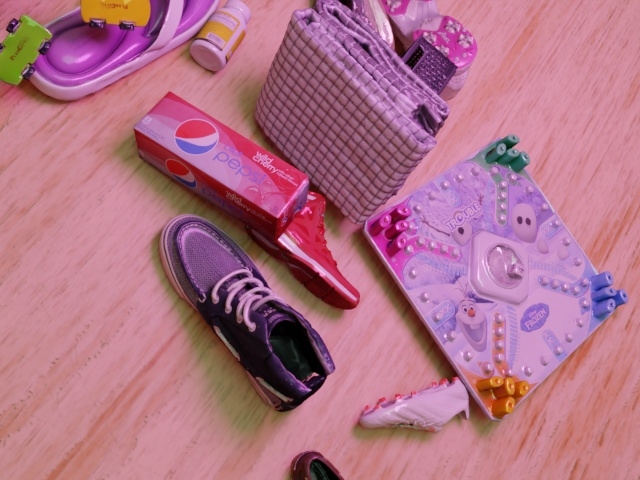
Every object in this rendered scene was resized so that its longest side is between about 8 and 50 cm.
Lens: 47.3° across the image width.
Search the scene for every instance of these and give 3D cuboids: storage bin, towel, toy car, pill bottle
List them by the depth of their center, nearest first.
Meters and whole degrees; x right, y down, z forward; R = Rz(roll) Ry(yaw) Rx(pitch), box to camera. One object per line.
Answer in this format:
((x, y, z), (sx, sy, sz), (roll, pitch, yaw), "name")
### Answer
((-0.394, -0.324, 1.042), (0.239, 0.053, 0.225), (35, 91, -25), "toy car")
((0.047, -0.199, 1.134), (0.283, 0.235, 0.121), (45, 51, 8), "towel")
((-0.162, -0.344, 1.215), (0.065, 0.065, 0.116), (32, 66, -9), "pill bottle")
((0.136, -0.244, 1.232), (0.084, 0.180, 0.122), (40, 65, -6), "storage bin")

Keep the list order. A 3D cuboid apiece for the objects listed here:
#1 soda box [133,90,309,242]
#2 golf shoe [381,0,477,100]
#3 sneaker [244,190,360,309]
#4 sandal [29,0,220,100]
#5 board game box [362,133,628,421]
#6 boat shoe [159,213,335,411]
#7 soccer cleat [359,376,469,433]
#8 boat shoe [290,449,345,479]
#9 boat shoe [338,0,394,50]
((-0.149, -0.111, 1.101), (0.263, 0.083, 0.092), (32, 64, 10), "soda box")
((0.175, -0.381, 1.337), (0.115, 0.140, 0.306), (-20, 59, -7), "golf shoe")
((0.000, 0.000, 1.160), (0.221, 0.087, 0.128), (42, 66, -5), "sneaker")
((-0.285, -0.373, 1.158), (0.169, 0.102, 0.416), (39, 65, -6), "sandal")
((0.319, 0.042, 1.262), (0.390, 0.050, 0.390), (-32, 87, -31), "board game box")
((-0.102, 0.088, 1.053), (0.127, 0.158, 0.340), (-38, 90, -26), "boat shoe")
((0.154, 0.271, 1.146), (0.196, 0.068, 0.076), (-11, 81, -26), "soccer cleat")
((0.028, 0.399, 1.055), (0.073, 0.073, 0.207), (-35, 90, -27), "boat shoe")
((0.039, -0.441, 1.302), (0.092, 0.103, 0.285), (-21, 88, -29), "boat shoe")
